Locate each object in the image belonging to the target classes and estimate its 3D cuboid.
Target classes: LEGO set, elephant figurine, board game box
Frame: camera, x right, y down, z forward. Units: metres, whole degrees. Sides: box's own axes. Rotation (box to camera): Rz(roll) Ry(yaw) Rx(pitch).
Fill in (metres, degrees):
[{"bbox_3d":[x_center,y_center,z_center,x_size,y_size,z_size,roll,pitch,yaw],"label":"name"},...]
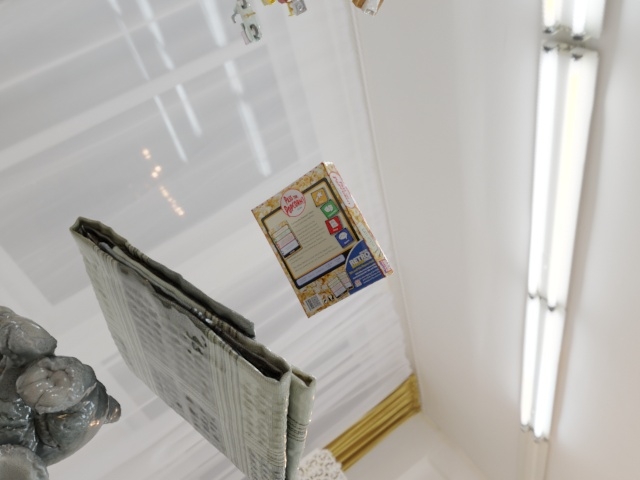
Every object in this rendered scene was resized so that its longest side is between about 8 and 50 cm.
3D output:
[{"bbox_3d":[-0.032,-0.443,0.961,0.107,0.287,0.132,31,-42,55],"label":"LEGO set"},{"bbox_3d":[-0.314,0.189,0.464,0.186,0.239,0.169,40,-31,-7],"label":"elephant figurine"},{"bbox_3d":[0.000,0.000,0.826,0.193,0.147,0.045,62,24,6],"label":"board game box"}]

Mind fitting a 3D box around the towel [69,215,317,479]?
[{"bbox_3d":[-0.144,0.145,0.637,0.312,0.056,0.324,32,-37,23],"label":"towel"}]
